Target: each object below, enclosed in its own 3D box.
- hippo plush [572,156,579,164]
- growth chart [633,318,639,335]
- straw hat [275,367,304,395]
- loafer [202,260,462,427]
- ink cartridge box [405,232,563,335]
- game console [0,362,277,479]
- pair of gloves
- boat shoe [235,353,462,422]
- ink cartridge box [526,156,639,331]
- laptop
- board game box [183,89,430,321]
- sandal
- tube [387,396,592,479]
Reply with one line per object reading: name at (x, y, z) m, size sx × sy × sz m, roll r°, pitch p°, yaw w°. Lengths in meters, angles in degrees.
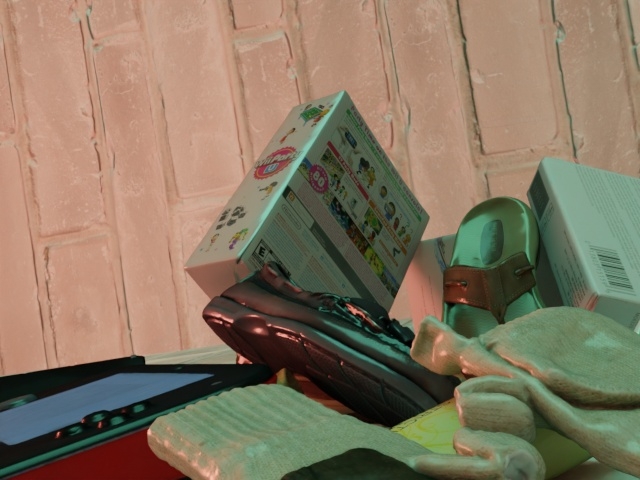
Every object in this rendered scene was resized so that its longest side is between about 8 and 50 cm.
hippo plush at (0.366, 0.018, 1.371) m, size 0.237 × 0.294 × 0.234 m, roll -16°, pitch -22°, yaw -20°
growth chart at (0.311, 0.060, 0.596) m, size 0.237 × 0.021 × 0.172 m, roll -11°, pitch 29°, yaw 42°
straw hat at (-0.040, 0.137, 0.735) m, size 0.145 × 0.061 × 0.144 m, roll -8°, pitch -4°, yaw -1°
loafer at (0.009, 0.072, 0.754) m, size 0.095 × 0.109 × 0.303 m, roll -50°, pitch 33°, yaw -20°
ink cartridge box at (0.241, 0.065, 1.155) m, size 0.171 × 0.168 × 0.233 m, roll -7°, pitch -3°, yaw -25°
game console at (-0.240, 0.155, 0.658) m, size 0.342 × 0.060 × 0.387 m, roll -11°, pitch -2°, yaw -30°
pair of gloves at (0.069, 0.078, 0.375) m, size 0.240 × 0.042 × 0.204 m, roll -11°, pitch 18°, yaw -26°
boat shoe at (0.011, 0.118, 0.846) m, size 0.258 × 0.095 × 0.095 m, roll -11°, pitch -4°, yaw 36°
ink cartridge box at (0.363, 0.020, 0.960) m, size 0.239 × 0.060 × 0.275 m, roll 13°, pitch 33°, yaw -7°
laptop at (-0.306, 0.218, 1.016) m, size 0.235 × 0.136 × 0.264 m, roll -7°, pitch -29°, yaw -10°
board game box at (0.000, 0.000, 1.089) m, size 0.098 × 0.224 × 0.303 m, roll -12°, pitch 35°, yaw 40°
sandal at (0.165, 0.043, 0.899) m, size 0.120 × 0.086 × 0.302 m, roll -16°, pitch 35°, yaw 17°
tube at (0.063, 0.108, 0.436) m, size 0.240 × 0.062 × 0.070 m, roll -12°, pitch -35°, yaw -40°
